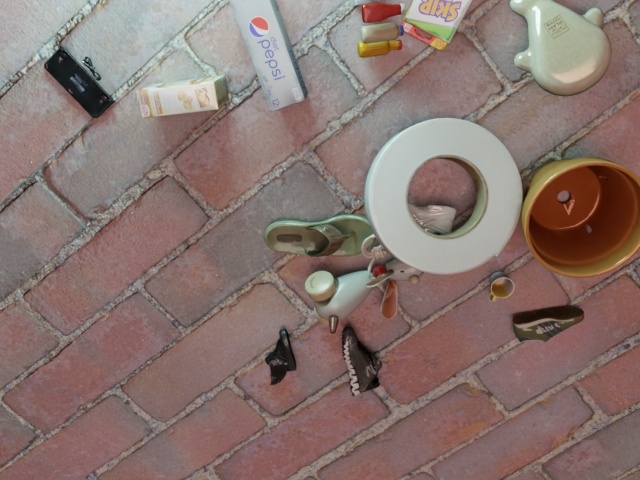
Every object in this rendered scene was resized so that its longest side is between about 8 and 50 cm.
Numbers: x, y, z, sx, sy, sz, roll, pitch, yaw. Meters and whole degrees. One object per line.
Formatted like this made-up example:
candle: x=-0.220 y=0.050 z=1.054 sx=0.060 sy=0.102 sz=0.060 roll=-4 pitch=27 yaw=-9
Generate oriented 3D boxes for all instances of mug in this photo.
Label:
mug: x=0.482 y=0.119 z=1.758 sx=0.078 sy=0.064 sz=0.062 roll=-35 pitch=107 yaw=16

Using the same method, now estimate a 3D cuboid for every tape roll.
tape roll: x=0.305 y=-0.107 z=1.606 sx=0.392 sy=0.072 sz=0.392 roll=0 pitch=93 yaw=-6

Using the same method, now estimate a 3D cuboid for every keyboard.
keyboard: x=-0.596 y=-0.405 z=1.623 sx=0.108 sy=0.023 sz=0.180 roll=-36 pitch=107 yaw=22

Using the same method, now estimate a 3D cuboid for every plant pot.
plant pot: x=0.627 y=-0.079 z=1.596 sx=0.291 sy=0.203 sz=0.290 roll=1 pitch=111 yaw=2

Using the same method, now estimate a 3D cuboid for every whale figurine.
whale figurine: x=0.549 y=-0.464 z=1.502 sx=0.216 sy=0.141 sz=0.272 roll=-32 pitch=83 yaw=15

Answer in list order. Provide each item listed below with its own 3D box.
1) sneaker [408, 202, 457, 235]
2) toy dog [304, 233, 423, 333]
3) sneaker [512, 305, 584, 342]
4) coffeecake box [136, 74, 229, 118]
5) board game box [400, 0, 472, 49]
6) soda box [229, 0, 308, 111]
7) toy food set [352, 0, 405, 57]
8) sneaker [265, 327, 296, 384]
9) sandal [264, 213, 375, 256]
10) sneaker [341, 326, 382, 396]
sneaker: x=0.235 y=-0.041 z=1.675 sx=0.232 sy=0.090 sz=0.115 roll=4 pitch=89 yaw=3
toy dog: x=0.115 y=0.146 z=1.720 sx=0.334 sy=0.161 sz=0.220 roll=-34 pitch=134 yaw=19
sneaker: x=0.635 y=0.240 z=1.805 sx=0.192 sy=0.064 sz=0.086 roll=-9 pitch=119 yaw=7
coffeecake box: x=-0.329 y=-0.350 z=1.566 sx=0.186 sy=0.142 sz=0.068 roll=-6 pitch=111 yaw=5
board game box: x=0.297 y=-0.585 z=1.501 sx=0.124 sy=0.039 sz=0.259 roll=25 pitch=114 yaw=-6
soda box: x=-0.120 y=-0.461 z=1.535 sx=0.091 sy=0.098 sz=0.286 roll=-17 pitch=110 yaw=11
toy food set: x=0.137 y=-0.543 z=1.487 sx=0.105 sy=0.111 sz=0.232 roll=-9 pitch=111 yaw=-6
sneaker: x=-0.123 y=0.339 z=1.884 sx=0.089 sy=0.051 sz=0.170 roll=-12 pitch=114 yaw=3
sandal: x=-0.001 y=0.001 z=1.722 sx=0.303 sy=0.086 sz=0.120 roll=-4 pitch=112 yaw=5
sneaker: x=0.121 y=0.342 z=1.862 sx=0.106 sy=0.078 sz=0.234 roll=-10 pitch=115 yaw=4
